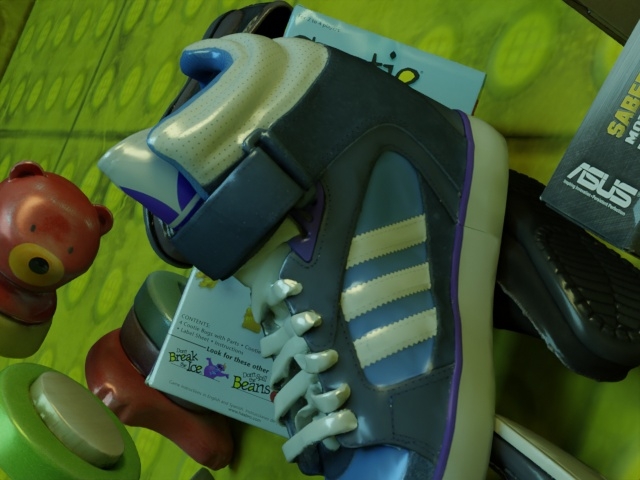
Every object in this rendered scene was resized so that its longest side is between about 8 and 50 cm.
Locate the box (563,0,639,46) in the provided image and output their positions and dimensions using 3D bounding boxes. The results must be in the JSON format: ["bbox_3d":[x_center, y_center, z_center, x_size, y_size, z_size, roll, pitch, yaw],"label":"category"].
[{"bbox_3d":[0.202,-0.223,0.727,0.021,0.164,0.201,30,95,51],"label":"box"}]

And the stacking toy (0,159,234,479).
[{"bbox_3d":[-0.141,0.088,0.964,0.130,0.309,0.279,-48,40,13],"label":"stacking toy"}]

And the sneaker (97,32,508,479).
[{"bbox_3d":[-0.026,0.033,0.701,0.130,0.236,0.322,140,144,-61],"label":"sneaker"}]

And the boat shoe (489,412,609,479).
[{"bbox_3d":[0.127,0.150,0.657,0.065,0.075,0.206,-61,32,3],"label":"boat shoe"}]

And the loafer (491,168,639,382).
[{"bbox_3d":[0.135,0.028,0.752,0.220,0.080,0.078,-111,42,-62],"label":"loafer"}]

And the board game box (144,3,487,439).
[{"bbox_3d":[0.000,0.000,0.882,0.142,0.144,0.275,87,-156,-82],"label":"board game box"}]

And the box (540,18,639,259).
[{"bbox_3d":[0.220,-0.044,0.473,0.183,0.231,0.056,-62,30,8],"label":"box"}]

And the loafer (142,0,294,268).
[{"bbox_3d":[-0.097,-0.119,1.250,0.095,0.109,0.302,-19,49,50],"label":"loafer"}]
